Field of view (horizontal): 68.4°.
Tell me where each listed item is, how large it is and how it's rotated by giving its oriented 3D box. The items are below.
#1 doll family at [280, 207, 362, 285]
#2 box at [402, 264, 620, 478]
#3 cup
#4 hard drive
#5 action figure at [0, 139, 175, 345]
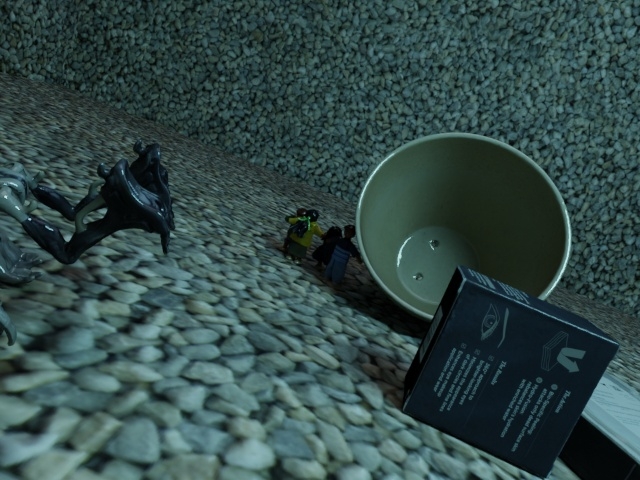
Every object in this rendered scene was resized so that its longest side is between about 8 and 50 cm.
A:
[{"bbox_3d":[0.000,0.000,0.860,0.193,0.111,0.076,27,13,21],"label":"doll family"},{"bbox_3d":[0.191,0.132,0.503,0.158,0.155,0.093,24,11,9],"label":"box"},{"bbox_3d":[0.226,0.011,0.843,0.331,0.331,0.237,24,-17,12],"label":"cup"},{"bbox_3d":[0.371,0.235,0.594,0.237,0.064,0.339,18,12,-21],"label":"hard drive"},{"bbox_3d":[-0.257,0.000,0.363,0.276,0.140,0.164,-9,29,-13],"label":"action figure"}]
